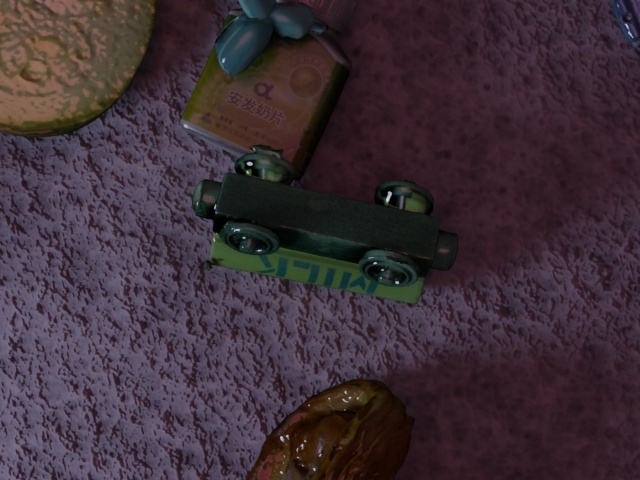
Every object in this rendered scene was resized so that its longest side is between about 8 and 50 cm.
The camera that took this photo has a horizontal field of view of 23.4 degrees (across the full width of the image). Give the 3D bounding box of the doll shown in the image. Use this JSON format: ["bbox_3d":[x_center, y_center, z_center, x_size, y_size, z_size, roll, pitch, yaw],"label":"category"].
[{"bbox_3d":[-0.054,-0.249,1.432,0.159,0.059,0.159,-23,115,-1],"label":"doll"}]

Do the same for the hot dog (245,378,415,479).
[{"bbox_3d":[-0.001,0.254,1.478,0.114,0.175,0.259,14,87,-23],"label":"hot dog"}]

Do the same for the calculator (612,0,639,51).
[{"bbox_3d":[0.392,-0.257,1.528,0.210,0.039,0.121,-24,88,2],"label":"calculator"}]

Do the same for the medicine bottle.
[{"bbox_3d":[-0.042,-0.169,1.529,0.132,0.088,0.188,24,90,5],"label":"medicine bottle"}]

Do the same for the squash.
[{"bbox_3d":[-0.292,-0.226,1.537,0.252,0.049,0.252,1,85,-10],"label":"squash"}]

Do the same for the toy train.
[{"bbox_3d":[0.000,0.000,1.490,0.253,0.157,0.105,11,64,-2],"label":"toy train"}]
